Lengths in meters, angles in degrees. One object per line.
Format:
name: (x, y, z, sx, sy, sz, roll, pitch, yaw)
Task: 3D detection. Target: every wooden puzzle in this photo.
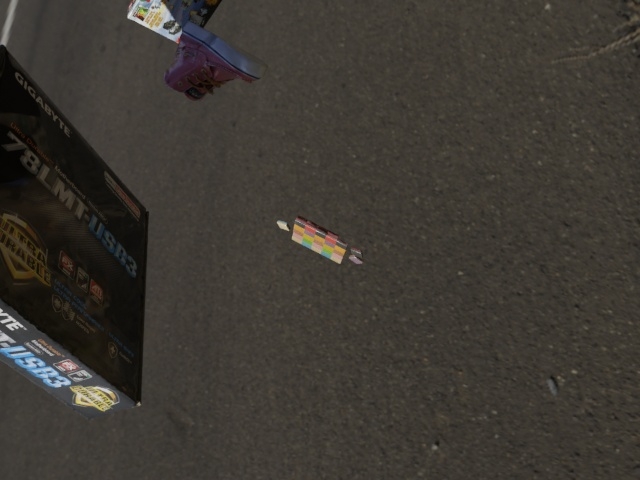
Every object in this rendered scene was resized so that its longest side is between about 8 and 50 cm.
wooden puzzle: (0.000, 0.000, 0.587, 0.006, 0.083, 0.049, -61, -4, -20)

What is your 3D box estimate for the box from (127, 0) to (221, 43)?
box: (-0.179, -0.329, 0.883, 0.137, 0.094, 0.027, -44, 42, 31)

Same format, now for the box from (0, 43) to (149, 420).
box: (-0.288, -0.003, 0.718, 0.073, 0.295, 0.293, -17, 49, 10)

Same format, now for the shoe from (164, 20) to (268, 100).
shoe: (-0.127, -0.196, 0.787, 0.178, 0.063, 0.081, 41, 106, 47)
